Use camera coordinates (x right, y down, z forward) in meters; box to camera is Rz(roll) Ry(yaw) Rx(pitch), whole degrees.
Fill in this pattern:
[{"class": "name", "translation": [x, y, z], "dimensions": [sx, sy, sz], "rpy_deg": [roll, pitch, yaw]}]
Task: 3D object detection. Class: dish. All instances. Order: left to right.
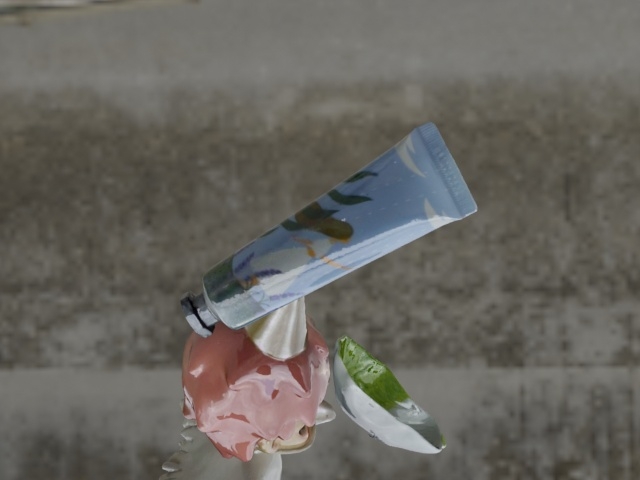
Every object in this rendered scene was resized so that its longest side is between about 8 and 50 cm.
[{"class": "dish", "translation": [0.050, 0.146, 1.512], "dimensions": [0.039, 0.137, 0.091], "rpy_deg": [-42, -161, 15]}]

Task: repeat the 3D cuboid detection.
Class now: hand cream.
[{"class": "hand cream", "translation": [0.000, 0.000, 1.509], "dimensions": [0.271, 0.091, 0.058], "rpy_deg": [-30, 161, 13]}]

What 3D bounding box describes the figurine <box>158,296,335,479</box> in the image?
[{"class": "figurine", "translation": [-0.062, 0.159, 1.688], "dimensions": [0.166, 0.387, 0.207], "rpy_deg": [7, -146, -16]}]
